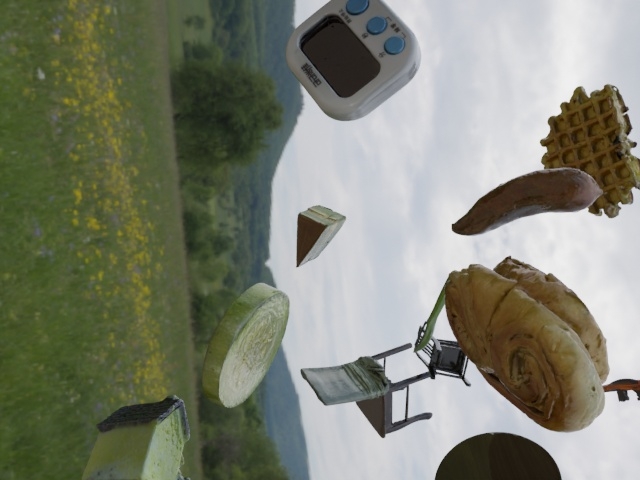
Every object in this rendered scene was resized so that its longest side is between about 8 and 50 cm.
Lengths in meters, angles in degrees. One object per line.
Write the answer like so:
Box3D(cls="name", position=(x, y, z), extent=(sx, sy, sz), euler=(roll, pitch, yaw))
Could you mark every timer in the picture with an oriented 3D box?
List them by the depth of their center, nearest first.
Box3D(cls="timer", position=(0.066, -0.379, 1.364), extent=(0.262, 0.237, 0.087), euler=(56, 7, 26))

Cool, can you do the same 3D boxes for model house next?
Box3D(cls="model house", position=(-0.379, 0.445, 1.428), extent=(0.170, 0.194, 0.211), euler=(49, 38, -42))

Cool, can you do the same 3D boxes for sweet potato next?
Box3D(cls="sweet potato", position=(0.386, -0.079, 1.280), extent=(0.097, 0.292, 0.097), euler=(41, 41, -50))

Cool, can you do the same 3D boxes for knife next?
Box3D(cls="knife", position=(0.215, 0.137, 1.234), extent=(0.026, 0.022, 0.184), euler=(38, -67, 42))

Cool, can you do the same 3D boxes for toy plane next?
Box3D(cls="toy plane", position=(0.583, 0.268, 1.194), extent=(0.062, 0.188, 0.135), euler=(64, 25, -3))

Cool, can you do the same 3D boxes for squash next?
Box3D(cls="squash", position=(-0.142, 0.208, 1.288), extent=(0.252, 0.049, 0.252), euler=(-54, 157, -36))

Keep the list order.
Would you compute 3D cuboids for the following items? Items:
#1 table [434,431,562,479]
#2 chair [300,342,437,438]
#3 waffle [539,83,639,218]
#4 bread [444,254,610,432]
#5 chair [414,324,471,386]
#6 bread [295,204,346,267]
Box3D(cls="table", position=(0.264, 0.409, 0.930), extent=(0.167, 0.167, 0.227), euler=(-114, -177, -59))
Box3D(cls="chair", position=(0.118, 0.388, 1.667), extent=(0.160, 0.319, 0.186), euler=(-133, -143, -52))
Box3D(cls="waffle", position=(0.626, -0.197, 1.517), extent=(0.283, 0.065, 0.309), euler=(43, -54, 44))
Box3D(cls="bread", position=(0.261, 0.130, 0.841), extent=(0.236, 0.120, 0.198), euler=(43, -19, 49))
Box3D(cls="chair", position=(0.299, 0.273, 1.608), extent=(0.212, 0.101, 0.084), euler=(-104, -155, -81))
Box3D(cls="bread", position=(-0.001, 0.005, 1.442), extent=(0.084, 0.074, 0.139), euler=(26, -56, 35))
